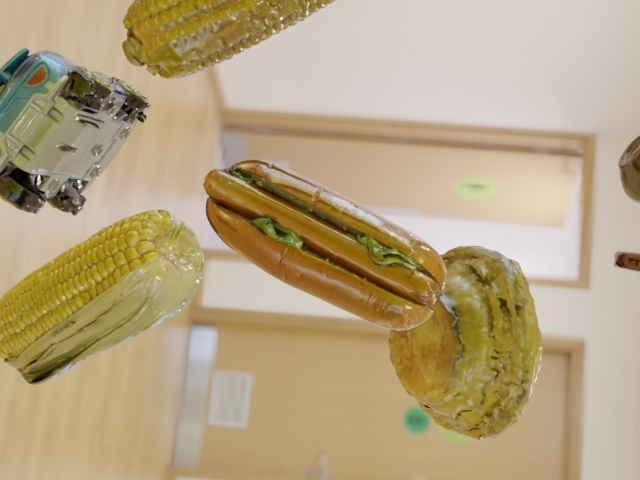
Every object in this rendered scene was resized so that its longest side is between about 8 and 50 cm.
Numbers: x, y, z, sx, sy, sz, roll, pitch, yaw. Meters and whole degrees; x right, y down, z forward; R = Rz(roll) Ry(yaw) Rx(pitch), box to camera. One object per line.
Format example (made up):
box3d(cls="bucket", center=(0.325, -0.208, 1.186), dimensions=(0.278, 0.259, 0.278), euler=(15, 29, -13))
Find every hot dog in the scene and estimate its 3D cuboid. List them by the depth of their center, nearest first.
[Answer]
box3d(cls="hot dog", center=(0.000, 0.000, 1.275), dimensions=(0.100, 0.249, 0.068), euler=(-61, 165, -11))

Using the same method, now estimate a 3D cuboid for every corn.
box3d(cls="corn", center=(-0.054, -0.287, 1.492), dimensions=(0.120, 0.363, 0.120), euler=(60, 10, -17))
box3d(cls="corn", center=(-0.251, 0.065, 1.510), dimensions=(0.122, 0.305, 0.123), euler=(-17, 82, -50))

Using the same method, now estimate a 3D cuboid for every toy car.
box3d(cls="toy car", center=(-0.349, -0.152, 1.770), dimensions=(0.198, 0.166, 0.314), euler=(-52, 173, 7))

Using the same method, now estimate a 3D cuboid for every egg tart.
box3d(cls="egg tart", center=(0.182, 0.139, 1.882), dimensions=(0.294, 0.123, 0.294), euler=(-7, -98, 61))

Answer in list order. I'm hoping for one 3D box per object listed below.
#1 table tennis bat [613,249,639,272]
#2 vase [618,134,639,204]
box3d(cls="table tennis bat", center=(0.499, 0.040, 1.618), dimensions=(0.200, 0.310, 0.038), euler=(-158, -103, -79))
box3d(cls="vase", center=(0.534, -0.081, 2.037), dimensions=(0.120, 0.183, 0.120), euler=(-49, -169, 13))
